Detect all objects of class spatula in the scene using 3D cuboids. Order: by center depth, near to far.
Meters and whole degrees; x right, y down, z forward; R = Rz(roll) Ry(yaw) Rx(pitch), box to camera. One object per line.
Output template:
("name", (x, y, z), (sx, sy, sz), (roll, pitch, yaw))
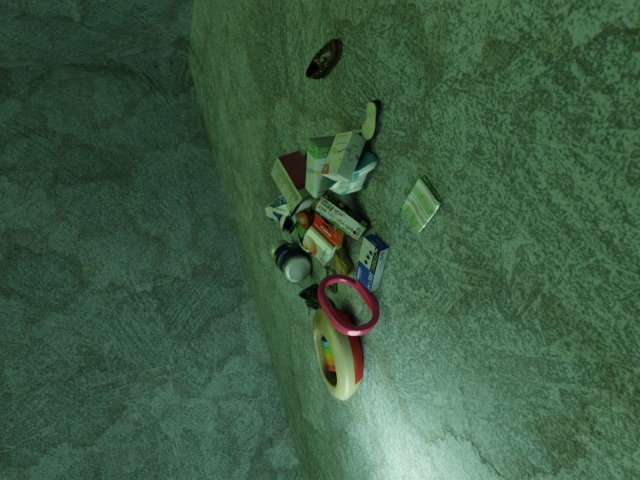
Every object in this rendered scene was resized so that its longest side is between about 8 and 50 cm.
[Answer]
("spatula", (-0.121, -0.093, 1.850), (0.030, 0.084, 0.296), (26, 155, 3))

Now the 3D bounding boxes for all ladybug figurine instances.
("ladybug figurine", (0.087, 0.500, 1.865), (0.305, 0.162, 0.449), (14, 116, 64))

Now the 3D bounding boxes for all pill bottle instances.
("pill bottle", (-0.170, 0.103, 2.223), (0.264, 0.153, 0.153), (41, 139, 53))

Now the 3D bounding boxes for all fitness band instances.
("fitness band", (0.110, 0.246, 1.613), (0.291, 0.209, 0.054), (56, 148, 37))

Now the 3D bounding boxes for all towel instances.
("towel", (0.300, -0.107, 1.227), (0.113, 0.023, 0.152), (64, 154, 26))

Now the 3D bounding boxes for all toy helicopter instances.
("toy helicopter", (0.062, -0.014, 1.725), (0.235, 0.140, 0.355), (-15, 101, 57))

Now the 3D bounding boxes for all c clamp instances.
("c clamp", (0.039, 0.186, 1.969), (0.137, 0.022, 0.161), (45, 141, 47))

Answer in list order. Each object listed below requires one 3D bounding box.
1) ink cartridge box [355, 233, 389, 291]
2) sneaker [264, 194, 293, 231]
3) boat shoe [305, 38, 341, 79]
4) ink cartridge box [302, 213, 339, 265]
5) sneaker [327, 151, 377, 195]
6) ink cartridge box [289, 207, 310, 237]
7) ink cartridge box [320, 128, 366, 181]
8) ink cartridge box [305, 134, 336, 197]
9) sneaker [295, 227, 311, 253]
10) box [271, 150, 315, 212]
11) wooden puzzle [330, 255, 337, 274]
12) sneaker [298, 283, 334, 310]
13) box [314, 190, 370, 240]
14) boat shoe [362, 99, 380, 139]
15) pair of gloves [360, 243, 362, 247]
("ink cartridge box", (0.192, 0.086, 1.532), (0.097, 0.046, 0.207), (44, 142, 38))
("sneaker", (-0.204, -0.124, 2.202), (0.315, 0.127, 0.182), (-29, 74, 64))
("boat shoe", (0.007, -0.662, 1.501), (0.207, 0.073, 0.073), (-35, 70, 64))
("ink cartridge box", (0.000, 0.000, 1.660), (0.145, 0.045, 0.179), (44, 148, 20))
("sneaker", (0.127, -0.237, 1.464), (0.228, 0.092, 0.087), (-30, 43, 47))
("ink cartridge box", (-0.081, -0.118, 1.956), (0.209, 0.109, 0.062), (60, 151, 32))
("ink cartridge box", (0.086, -0.310, 1.417), (0.115, 0.067, 0.198), (17, 85, 60))
("ink cartridge box", (0.031, -0.284, 1.557), (0.093, 0.154, 0.212), (-129, 33, -46))
("sneaker", (-0.072, -0.037, 2.013), (0.235, 0.084, 0.097), (59, 150, 34))
("box", (-0.109, -0.268, 1.868), (0.232, 0.127, 0.148), (60, 153, 11))
("wooden puzzle", (0.062, 0.099, 1.873), (0.078, 0.014, 0.116), (-173, 80, -68))
("sneaker", (-0.016, 0.326, 2.069), (0.267, 0.106, 0.101), (41, 138, 50))
("box", (0.080, -0.092, 1.566), (0.207, 0.036, 0.114), (36, 149, 2))
("boat shoe", (0.169, -0.394, 1.335), (0.049, 0.042, 0.133), (29, 135, 25))
("pair of gloves", (0.184, 0.038, 1.581), (0.074, 0.010, 0.083), (70, 155, 13))
